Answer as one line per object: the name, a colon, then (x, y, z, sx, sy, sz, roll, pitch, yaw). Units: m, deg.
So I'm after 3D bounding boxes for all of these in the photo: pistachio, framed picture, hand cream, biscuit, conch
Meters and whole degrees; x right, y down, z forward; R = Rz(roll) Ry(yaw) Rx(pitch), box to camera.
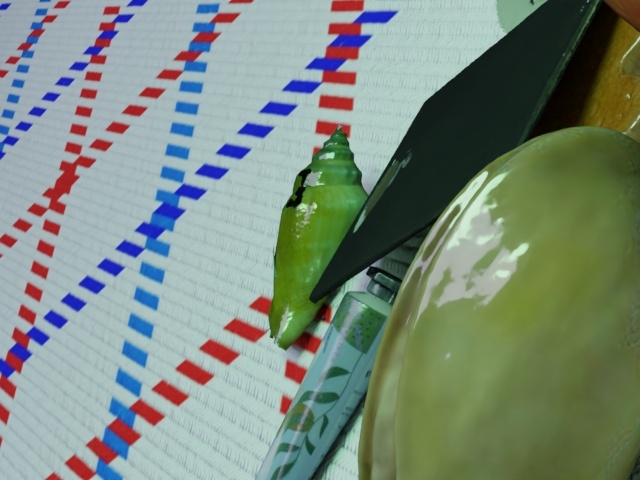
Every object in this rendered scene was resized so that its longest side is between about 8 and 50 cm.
pistachio: (0.126, 0.071, 1.065, 0.293, 0.182, 0.162, -64, 26, 9)
framed picture: (0.114, -0.088, 1.397, 0.244, 0.013, 0.324, -59, 11, -30)
hand cream: (0.000, 0.142, 1.411, 0.256, 0.055, 0.088, -63, 16, 4)
biscuit: (0.181, -0.065, 1.298, 0.205, 0.049, 0.324, -6, 55, 61)
conch: (-0.003, -0.003, 1.570, 0.095, 0.080, 0.200, -112, 46, -85)

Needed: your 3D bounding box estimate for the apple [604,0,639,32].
apple: (0.275, -0.243, 0.920, 0.364, 0.364, 0.364, -44, 26, 29)

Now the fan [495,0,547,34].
fan: (0.226, -0.317, 1.538, 0.191, 0.009, 0.329, -22, 47, 54)
